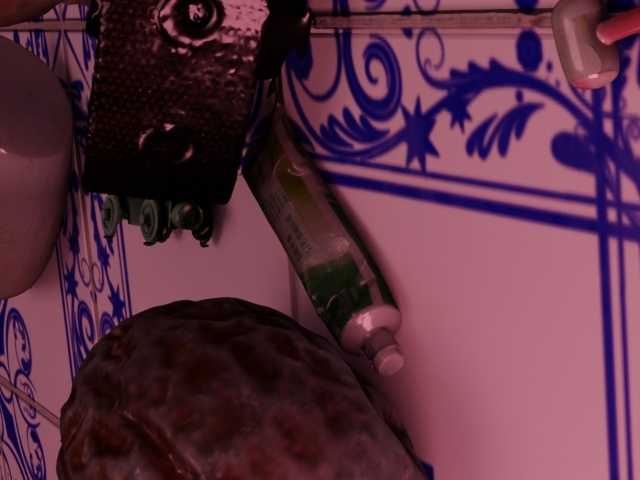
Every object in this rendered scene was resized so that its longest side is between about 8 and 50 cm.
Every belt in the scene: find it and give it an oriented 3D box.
[{"bbox_3d":[-0.090,-0.157,1.039,0.184,0.164,0.289,-91,12,-45],"label":"belt"}]

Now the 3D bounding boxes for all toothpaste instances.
[{"bbox_3d":[0.000,0.000,1.039,0.248,0.046,0.078,60,135,37],"label":"toothpaste"}]

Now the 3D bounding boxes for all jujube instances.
[{"bbox_3d":[-0.059,0.157,1.010,0.308,0.246,0.215,32,88,47],"label":"jujube"}]

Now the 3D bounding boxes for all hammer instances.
[{"bbox_3d":[0.153,-0.110,0.724,0.083,0.031,0.053,-17,87,56],"label":"hammer"}]

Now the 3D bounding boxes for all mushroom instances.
[{"bbox_3d":[-0.365,-0.036,1.631,0.397,0.126,0.177,112,148,-47],"label":"mushroom"}]

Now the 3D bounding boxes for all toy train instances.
[{"bbox_3d":[-0.148,-0.045,1.278,0.172,0.070,0.099,7,95,61],"label":"toy train"}]

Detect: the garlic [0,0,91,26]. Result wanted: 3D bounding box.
[{"bbox_3d":[-0.256,-0.317,1.244,0.279,0.132,0.325,-42,59,12],"label":"garlic"}]
